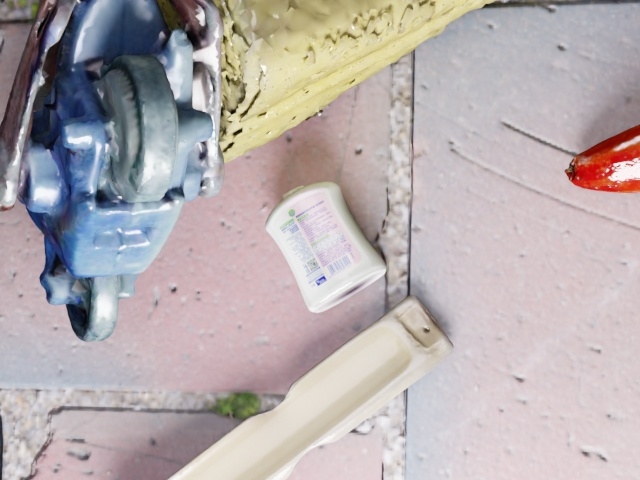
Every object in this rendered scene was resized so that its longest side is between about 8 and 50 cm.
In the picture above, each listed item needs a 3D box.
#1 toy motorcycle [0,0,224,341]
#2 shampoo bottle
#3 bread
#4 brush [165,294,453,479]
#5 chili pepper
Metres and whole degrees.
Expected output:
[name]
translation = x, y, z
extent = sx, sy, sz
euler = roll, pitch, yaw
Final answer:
[toy motorcycle]
translation = -0.160, -0.085, 1.475
extent = 0.182, 0.319, 0.241
euler = 19, 53, -8
[shampoo bottle]
translation = 0.000, 0.000, 1.511
extent = 0.072, 0.043, 0.099
euler = -32, 76, 10
[bread]
translation = 0.001, -0.237, 1.527
extent = 0.315, 0.279, 0.248
euler = -18, 77, -30
[brush]
translation = -0.033, 0.164, 1.506
extent = 0.321, 0.050, 0.060
euler = -37, 73, 1
[chili pepper]
translation = 0.270, -0.061, 1.439
extent = 0.169, 0.065, 0.088
euler = -4, 97, 22
